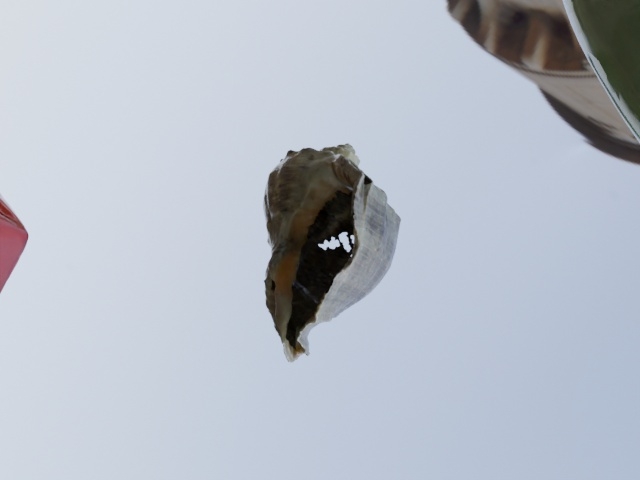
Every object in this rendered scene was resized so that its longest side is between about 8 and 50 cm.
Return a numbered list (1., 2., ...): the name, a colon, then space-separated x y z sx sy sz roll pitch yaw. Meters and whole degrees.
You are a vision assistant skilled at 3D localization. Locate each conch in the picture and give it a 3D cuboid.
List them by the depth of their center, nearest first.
1. conch: 0.000 0.000 0.793 0.155 0.130 0.207 104 6 -67

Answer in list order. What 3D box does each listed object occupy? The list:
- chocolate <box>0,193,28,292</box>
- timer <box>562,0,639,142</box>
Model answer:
1. chocolate: -0.360 0.055 0.447 0.161 0.341 0.360 30 -89 34
2. timer: 0.282 -0.135 0.293 0.315 0.290 0.291 -50 -138 43
